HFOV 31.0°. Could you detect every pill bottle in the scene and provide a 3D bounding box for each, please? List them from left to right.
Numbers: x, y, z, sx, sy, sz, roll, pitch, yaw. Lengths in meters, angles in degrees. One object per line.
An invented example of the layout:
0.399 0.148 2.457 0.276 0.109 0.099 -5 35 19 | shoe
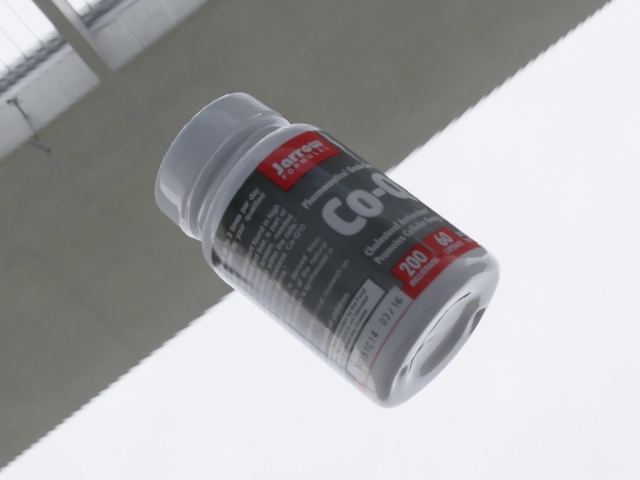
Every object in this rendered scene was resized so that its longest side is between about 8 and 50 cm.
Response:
0.000 0.000 1.004 0.161 0.283 0.161 -43 -23 -23 | pill bottle
